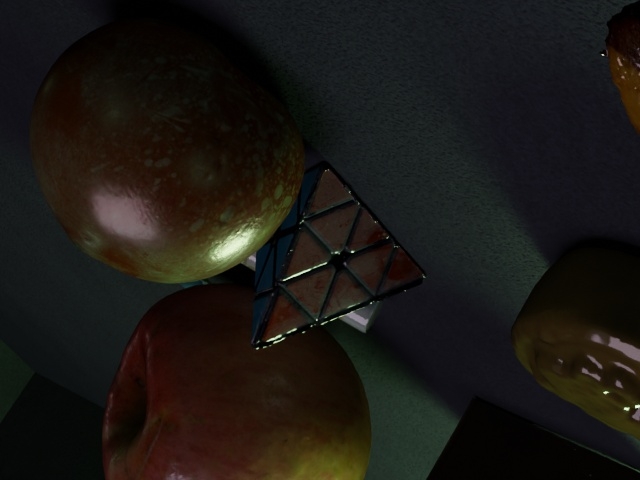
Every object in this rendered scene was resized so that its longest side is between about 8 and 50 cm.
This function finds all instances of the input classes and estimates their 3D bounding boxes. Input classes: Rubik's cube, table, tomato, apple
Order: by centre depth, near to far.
[{"bbox_3d":[-0.159,-0.074,1.611,0.270,0.222,0.270,30,160,12],"label":"tomato"},{"bbox_3d":[0.000,0.000,1.822,0.190,0.211,0.178,15,-161,-34],"label":"Rubik's cube"},{"bbox_3d":[0.293,0.378,2.121,0.282,0.196,0.250,23,160,29],"label":"table"},{"bbox_3d":[-0.105,0.244,2.195,0.364,0.364,0.364,30,163,10],"label":"apple"}]

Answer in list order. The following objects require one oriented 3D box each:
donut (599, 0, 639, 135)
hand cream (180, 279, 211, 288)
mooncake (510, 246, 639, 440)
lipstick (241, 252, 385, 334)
[{"bbox_3d":[0.239,-0.101,1.031,0.140,0.059,0.140,51,158,29],"label":"donut"},{"bbox_3d":[-0.129,0.120,2.434,0.224,0.048,0.083,49,157,-27],"label":"hand cream"},{"bbox_3d":[0.276,0.105,1.522,0.235,0.117,0.235,27,163,9],"label":"mooncake"},{"bbox_3d":[-0.046,0.021,1.956,0.264,0.059,0.059,29,163,9],"label":"lipstick"}]
